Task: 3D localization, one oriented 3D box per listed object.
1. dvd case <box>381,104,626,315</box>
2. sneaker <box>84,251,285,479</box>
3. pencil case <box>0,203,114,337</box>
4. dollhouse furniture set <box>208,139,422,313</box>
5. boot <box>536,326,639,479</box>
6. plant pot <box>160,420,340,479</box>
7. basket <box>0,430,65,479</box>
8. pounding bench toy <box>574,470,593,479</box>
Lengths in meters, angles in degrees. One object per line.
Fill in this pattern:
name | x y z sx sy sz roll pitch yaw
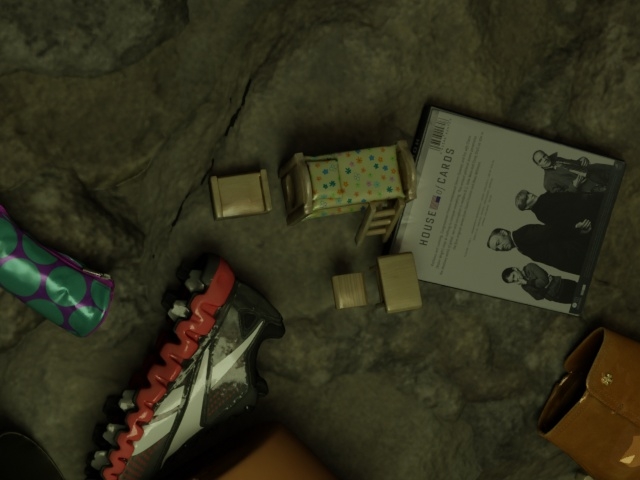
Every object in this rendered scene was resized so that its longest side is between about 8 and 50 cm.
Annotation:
dvd case | 0.196 -0.028 1.076 0.239 0.029 0.179 13 97 -17
sneaker | -0.128 0.155 0.985 0.135 0.097 0.276 30 91 -17
pencil case | -0.264 0.025 0.939 0.152 0.064 0.070 35 106 -20
dollhouse furniture set | 0.000 0.000 0.965 0.182 0.101 0.160 -9 85 -13
boot | 0.394 0.149 1.129 0.211 0.104 0.295 37 91 -18
plant pot | -0.069 0.307 0.954 0.291 0.291 0.203 -31 91 -8
basket | -0.355 0.291 0.917 0.227 0.204 0.154 -25 72 -2
pounding bench toy | 0.316 0.312 1.166 0.065 0.052 0.083 14 97 -18
